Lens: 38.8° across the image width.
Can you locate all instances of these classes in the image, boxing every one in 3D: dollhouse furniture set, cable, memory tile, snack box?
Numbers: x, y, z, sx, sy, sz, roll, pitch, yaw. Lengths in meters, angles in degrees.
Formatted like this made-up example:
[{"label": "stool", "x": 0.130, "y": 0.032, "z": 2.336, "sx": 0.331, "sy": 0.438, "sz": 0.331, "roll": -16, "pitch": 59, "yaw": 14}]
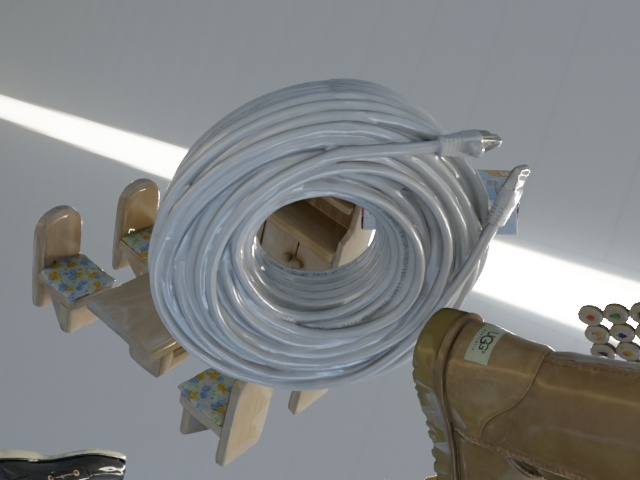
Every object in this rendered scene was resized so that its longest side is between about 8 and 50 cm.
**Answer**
[{"label": "dollhouse furniture set", "x": -0.105, "y": 0.012, "z": 1.179, "sx": 0.362, "sy": 0.394, "sz": 0.256, "roll": 34, "pitch": -51, "yaw": 26}, {"label": "cable", "x": 0.000, "y": 0.000, "z": 0.694, "sx": 0.089, "sy": 0.257, "sz": 0.257, "roll": -104, "pitch": -154, "yaw": -54}, {"label": "memory tile", "x": 0.438, "y": 0.146, "z": 1.300, "sx": 0.113, "sy": 0.148, "sz": 0.012, "roll": -5, "pitch": -143, "yaw": 36}, {"label": "snack box", "x": 0.113, "y": -0.040, "z": 0.856, "sx": 0.100, "sy": 0.141, "sz": 0.037, "roll": -68, "pitch": 159, "yaw": -67}]

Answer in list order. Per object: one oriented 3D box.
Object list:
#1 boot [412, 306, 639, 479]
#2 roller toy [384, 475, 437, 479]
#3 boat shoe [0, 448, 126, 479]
[{"label": "boot", "x": 0.199, "y": 0.158, "z": 0.564, "sx": 0.270, "sy": 0.236, "sz": 0.089, "roll": 13, "pitch": -126, "yaw": 38}, {"label": "roller toy", "x": 0.112, "y": 0.439, "z": 1.261, "sx": 0.146, "sy": 0.209, "sz": 0.191, "roll": 166, "pitch": -91, "yaw": -73}, {"label": "boat shoe", "x": -0.204, "y": 0.184, "z": 0.694, "sx": 0.049, "sy": 0.133, "sz": 0.042, "roll": -35, "pitch": -118, "yaw": 29}]
